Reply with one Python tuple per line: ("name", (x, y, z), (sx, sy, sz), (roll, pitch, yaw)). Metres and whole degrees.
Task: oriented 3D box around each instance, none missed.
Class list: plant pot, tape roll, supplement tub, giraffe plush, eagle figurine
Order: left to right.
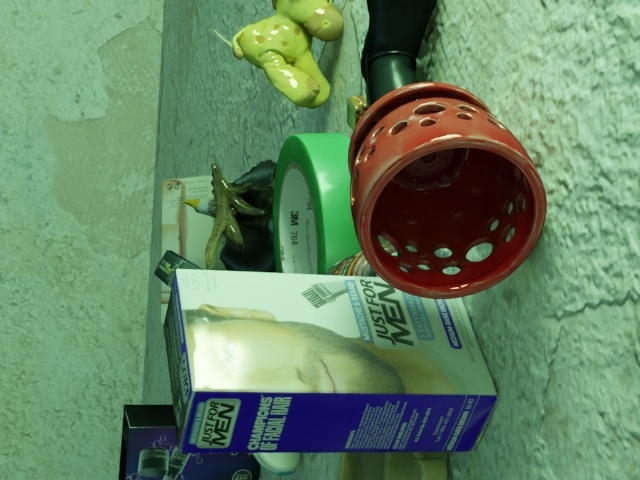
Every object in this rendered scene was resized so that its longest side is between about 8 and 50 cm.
("eagle figurine", (-0.143, -0.049, 2.219), (0.226, 0.225, 0.298), (-48, -16, 1))
("giraffe plush", (-0.036, -0.333, 1.890), (0.170, 0.210, 0.181), (-50, 19, 13))
("tape roll", (0.000, 0.000, 1.789), (0.321, 0.077, 0.321), (176, 90, -75))
("supplement tub", (0.072, 0.061, 1.531), (0.198, 0.106, 0.106), (151, 119, -71))
("plant pot", (0.121, -0.063, 1.241), (0.174, 0.191, 0.191), (-101, 19, -55))

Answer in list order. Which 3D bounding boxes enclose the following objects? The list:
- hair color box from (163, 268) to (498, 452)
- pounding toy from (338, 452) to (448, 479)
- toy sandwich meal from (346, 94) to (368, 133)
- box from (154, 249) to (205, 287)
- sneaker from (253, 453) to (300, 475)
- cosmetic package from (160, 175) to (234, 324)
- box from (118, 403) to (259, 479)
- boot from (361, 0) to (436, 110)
("hair color box", (0.006, 0.134, 1.331), (0.185, 0.339, 0.110), (-105, 23, -46))
("pounding toy", (0.109, 0.272, 1.424), (0.206, 0.094, 0.181), (-7, 76, 64))
("toy sandwich meal", (0.054, -0.169, 1.752), (0.085, 0.029, 0.085), (-178, 90, -74))
("box", (-0.177, 0.102, 2.158), (0.059, 0.233, 0.183), (-61, 16, -2))
("sneaker", (-0.077, 0.289, 2.050), (0.092, 0.087, 0.228), (119, 147, -53))
("cosmetic package", (-0.234, 0.027, 2.434), (0.153, 0.129, 0.296), (17, -109, -63))
("box", (-0.253, 0.419, 2.320), (0.103, 0.261, 0.184), (-125, 40, -64))
("boot", (0.104, -0.217, 1.464), (0.246, 0.094, 0.207), (101, 166, -50))
